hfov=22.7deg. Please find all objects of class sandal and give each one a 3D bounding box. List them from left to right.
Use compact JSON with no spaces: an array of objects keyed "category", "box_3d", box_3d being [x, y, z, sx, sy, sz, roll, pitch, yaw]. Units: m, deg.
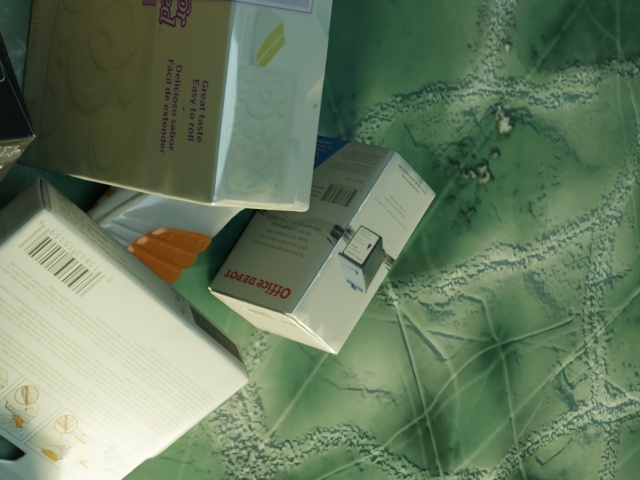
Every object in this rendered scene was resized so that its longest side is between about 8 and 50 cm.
[{"category":"sandal","box_3d":[-0.138,-0.035,1.471,0.265,0.076,0.102,-38,129,-10]}]

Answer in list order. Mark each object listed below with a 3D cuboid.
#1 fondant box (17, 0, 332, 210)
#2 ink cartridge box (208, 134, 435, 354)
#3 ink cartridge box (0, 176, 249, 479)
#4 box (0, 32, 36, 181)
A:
[{"category":"fondant box","box_3d":[-0.125,-0.161,1.300,0.096,0.330,0.238,3,96,-38]},{"category":"ink cartridge box","box_3d":[0.000,0.000,1.546,0.082,0.139,0.191,41,74,-37]},{"category":"ink cartridge box","box_3d":[-0.238,0.110,1.422,0.239,0.060,0.275,-39,125,11]},{"category":"box","box_3d":[-0.373,-0.104,1.211,0.247,0.142,0.163,-11,73,-37]}]
